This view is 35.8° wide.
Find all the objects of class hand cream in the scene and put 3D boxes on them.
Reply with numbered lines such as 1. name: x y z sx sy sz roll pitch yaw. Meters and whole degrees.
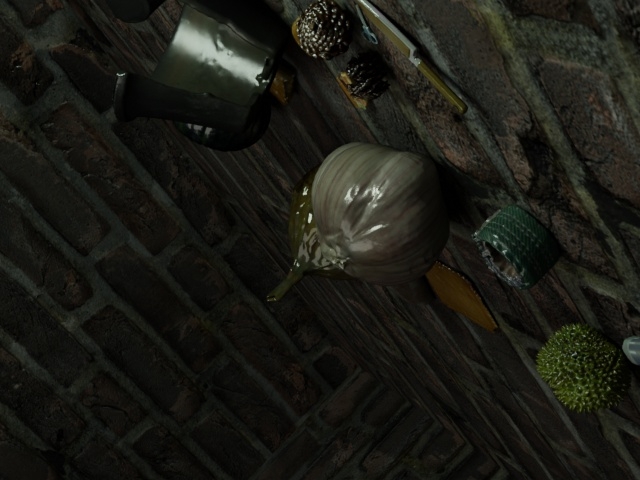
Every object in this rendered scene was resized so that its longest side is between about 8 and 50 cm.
1. hand cream: 0.578 0.185 1.577 0.079 0.048 0.255 49 167 -11

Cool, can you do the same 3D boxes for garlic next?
1. garlic: 0.107 -0.052 1.909 0.317 0.259 0.317 41 171 7

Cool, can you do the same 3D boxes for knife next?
1. knife: 0.142 -0.294 1.532 0.256 0.022 0.046 48 176 11

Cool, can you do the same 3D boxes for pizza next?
1. pizza: -0.092 -0.347 2.134 0.131 0.041 0.178 54 166 -23

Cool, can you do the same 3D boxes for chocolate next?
1. chocolate: 0.185 0.078 2.517 0.161 0.083 0.261 32 162 44

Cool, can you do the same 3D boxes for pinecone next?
1. pinecone: 0.006 -0.351 1.656 0.102 0.102 0.109 47 179 -8
2. pinecone: 0.080 -0.280 1.692 0.077 0.077 0.083 29 133 55

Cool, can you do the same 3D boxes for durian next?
1. durian: 0.483 0.238 1.850 0.198 0.146 0.159 26 155 50

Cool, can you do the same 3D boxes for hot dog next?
1. hot dog: 0.064 -0.282 1.859 0.037 0.021 0.083 -11 122 52

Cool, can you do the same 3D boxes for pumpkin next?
1. pumpkin: -0.230 -0.322 2.311 0.249 0.216 0.250 19 -173 -2

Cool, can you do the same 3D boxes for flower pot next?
1. flower pot: -0.212 -0.360 1.931 0.251 0.380 0.379 23 168 -1

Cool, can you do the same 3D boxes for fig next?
1. fig: 0.000 0.000 2.230 0.286 0.368 0.286 42 158 22

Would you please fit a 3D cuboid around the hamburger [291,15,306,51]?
1. hamburger: -0.018 -0.370 1.786 0.076 0.044 0.083 49 165 -20

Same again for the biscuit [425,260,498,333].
1. biscuit: 0.323 0.123 2.358 0.232 0.013 0.237 31 162 51

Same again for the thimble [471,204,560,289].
1. thimble: 0.341 0.013 1.719 0.135 0.090 0.118 51 165 -13

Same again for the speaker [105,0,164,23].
1. speaker: -0.376 -0.598 1.950 0.184 0.180 0.388 32 163 33

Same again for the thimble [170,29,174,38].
1. thimble: -0.244 -0.435 2.175 0.151 0.118 0.127 39 164 42

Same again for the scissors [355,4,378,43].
1. scissors: 0.072 -0.353 1.615 0.036 0.006 0.083 33 163 40
